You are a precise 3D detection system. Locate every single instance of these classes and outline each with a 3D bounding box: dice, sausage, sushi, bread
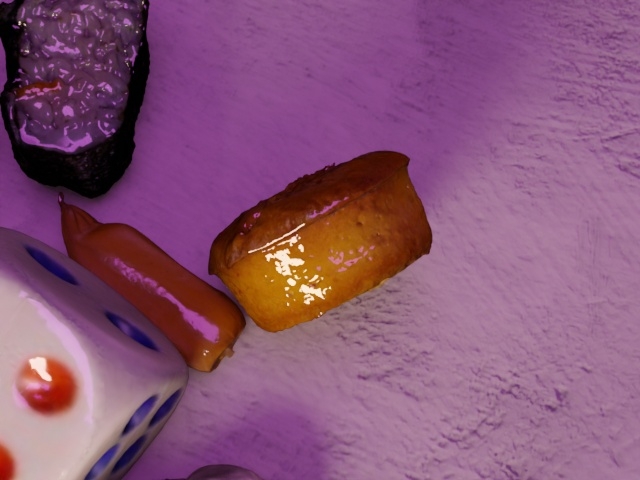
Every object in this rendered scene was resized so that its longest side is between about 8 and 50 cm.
[{"bbox_3d":[-0.361,0.171,1.582,0.304,0.304,0.277,39,91,9],"label":"dice"},{"bbox_3d":[-0.247,0.052,1.774,0.328,0.112,0.112,38,71,9],"label":"sausage"},{"bbox_3d":[-0.346,-0.234,1.834,0.210,0.171,0.350,1,70,-8],"label":"sushi"},{"bbox_3d":[0.001,0.000,1.716,0.312,0.312,0.172,-29,91,-15],"label":"bread"}]

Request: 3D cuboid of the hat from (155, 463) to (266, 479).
[{"bbox_3d":[-0.163,0.393,1.633,0.275,0.161,0.232,-16,68,-8],"label":"hat"}]
